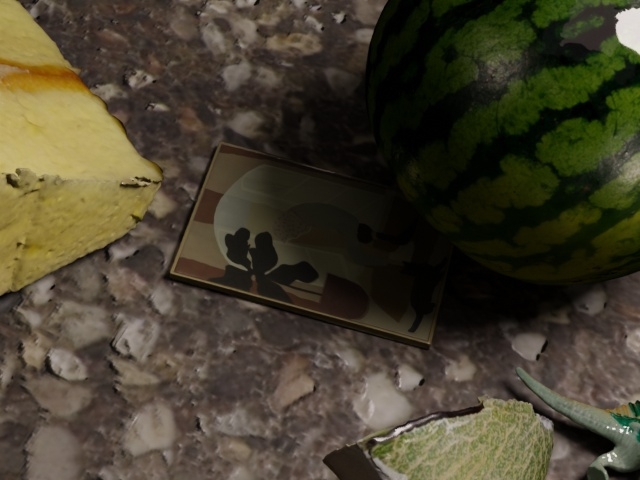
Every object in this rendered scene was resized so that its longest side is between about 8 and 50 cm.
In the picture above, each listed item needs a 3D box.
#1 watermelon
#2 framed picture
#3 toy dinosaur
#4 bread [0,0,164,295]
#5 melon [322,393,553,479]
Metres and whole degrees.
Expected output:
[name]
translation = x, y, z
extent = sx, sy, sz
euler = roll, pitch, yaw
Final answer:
[watermelon]
translation = 0.174, -0.105, 1.004
extent = 0.285, 0.285, 0.285
euler = 4, 54, -6
[framed picture]
translation = 0.000, 0.000, 1.070
extent = 0.201, 0.010, 0.136
euler = 16, 54, 2
[toy dinosaur]
translation = 0.234, 0.142, 0.990
extent = 0.106, 0.044, 0.187
euler = -16, 44, -34
[bread]
translation = -0.264, -0.109, 1.008
extent = 0.236, 0.198, 0.263
euler = -24, 59, -31
[melon]
translation = 0.085, 0.175, 0.925
extent = 0.202, 0.093, 0.139
euler = 3, 78, -42
